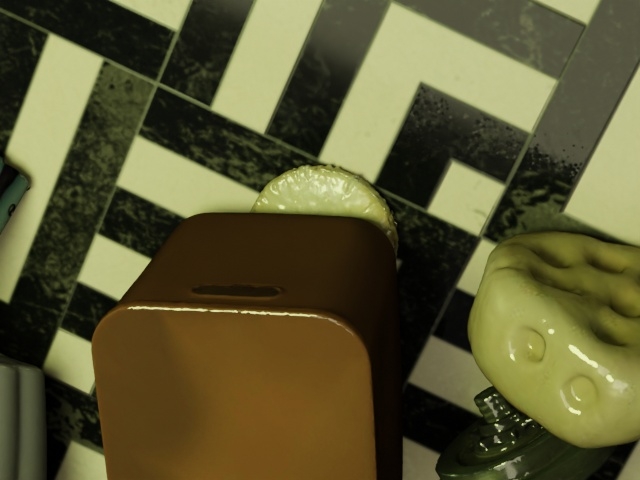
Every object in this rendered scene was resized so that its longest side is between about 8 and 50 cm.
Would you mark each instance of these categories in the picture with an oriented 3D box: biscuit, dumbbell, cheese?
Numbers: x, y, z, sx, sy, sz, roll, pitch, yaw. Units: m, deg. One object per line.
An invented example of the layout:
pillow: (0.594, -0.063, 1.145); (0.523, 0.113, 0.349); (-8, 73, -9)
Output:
biscuit: (0.000, 0.000, 1.653); (0.152, 0.020, 0.152); (4, 111, 10)
dumbbell: (0.224, 0.257, 1.612); (0.192, 0.192, 0.290); (-27, 101, 19)
cheese: (0.243, 0.083, 1.547); (0.218, 0.235, 0.117); (-4, 129, -28)

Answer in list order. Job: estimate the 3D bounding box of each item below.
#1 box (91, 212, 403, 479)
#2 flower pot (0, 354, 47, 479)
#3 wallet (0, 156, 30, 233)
box: (-0.050, 0.162, 1.597); (0.239, 0.229, 0.339); (2, 115, 10)
flower pot: (-0.375, 0.220, 1.684); (0.265, 0.265, 0.243); (14, 86, 6)
wallet: (-0.390, 0.004, 1.632); (0.170, 0.231, 0.069); (15, 147, 11)
